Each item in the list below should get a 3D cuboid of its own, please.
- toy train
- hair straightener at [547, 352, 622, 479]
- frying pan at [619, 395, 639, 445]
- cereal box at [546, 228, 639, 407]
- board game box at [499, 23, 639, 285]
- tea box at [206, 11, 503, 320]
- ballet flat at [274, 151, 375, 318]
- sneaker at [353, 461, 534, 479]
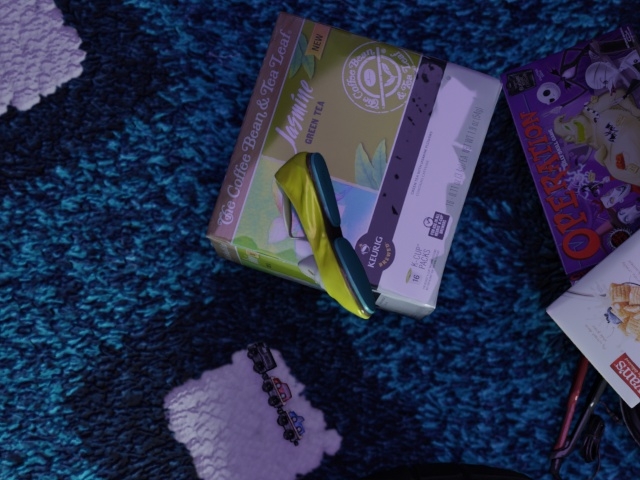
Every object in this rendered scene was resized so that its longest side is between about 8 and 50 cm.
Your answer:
[{"bbox_3d":[-0.060,0.219,1.821,0.036,0.027,0.158,-23,82,-15],"label":"toy train"},{"bbox_3d":[0.391,0.253,1.809,0.089,0.047,0.231,20,76,1],"label":"hair straightener"},{"bbox_3d":[0.537,0.165,1.824,0.197,0.053,0.326,16,79,-2],"label":"frying pan"},{"bbox_3d":[0.439,0.077,1.649,0.240,0.047,0.173,-43,80,11],"label":"cereal box"},{"bbox_3d":[0.396,-0.126,1.780,0.208,0.056,0.347,-23,59,16],"label":"board game box"},{"bbox_3d":[0.045,-0.096,1.771,0.323,0.220,0.329,16,82,2],"label":"tea box"},{"bbox_3d":[0.000,0.000,1.620,0.077,0.077,0.231,-23,82,19],"label":"ballet flat"},{"bbox_3d":[0.098,0.463,1.746,0.447,0.169,0.258,-8,97,-4],"label":"sneaker"}]
